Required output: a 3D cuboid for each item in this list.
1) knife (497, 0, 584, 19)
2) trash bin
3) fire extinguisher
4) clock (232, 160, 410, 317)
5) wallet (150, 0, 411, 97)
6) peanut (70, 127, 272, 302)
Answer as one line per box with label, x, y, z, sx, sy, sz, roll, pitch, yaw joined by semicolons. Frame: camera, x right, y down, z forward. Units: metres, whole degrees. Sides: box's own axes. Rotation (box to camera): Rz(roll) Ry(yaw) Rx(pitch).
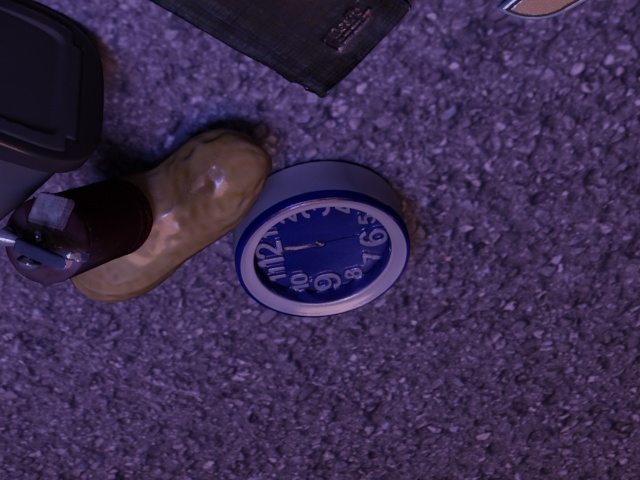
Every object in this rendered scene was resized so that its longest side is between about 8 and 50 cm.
knife;0.357;-0.335;1.422;0.343;0.027;0.061;-27;116;19
trash bin;-0.395;-0.120;1.381;0.219;0.219;0.250;25;134;-30
fire extinguisher;-0.263;-0.009;1.363;0.105;0.269;0.104;2;97;12
clock;0.000;0.000;1.664;0.231;0.083;0.230;-5;138;-4
wallet;-0.065;-0.278;1.387;0.317;0.044;0.169;27;124;-33
peanut;-0.198;-0.030;1.553;0.319;0.147;0.147;-33;132;25
